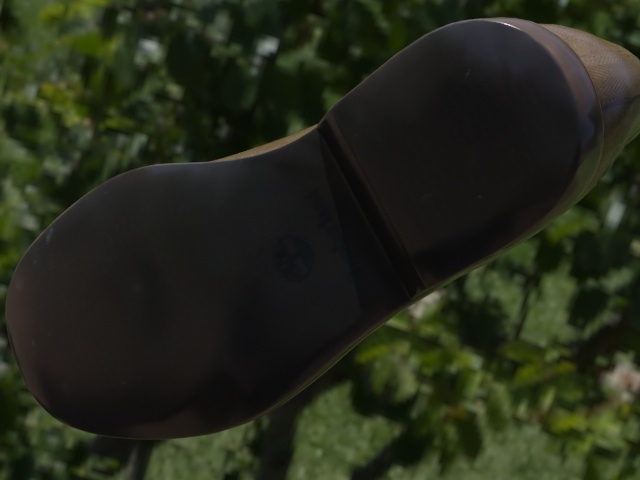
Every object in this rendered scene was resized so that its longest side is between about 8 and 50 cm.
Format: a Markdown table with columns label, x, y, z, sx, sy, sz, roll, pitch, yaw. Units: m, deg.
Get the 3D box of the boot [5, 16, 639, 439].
| label | x | y | z | sx | sy | sz | roll | pitch | yaw |
| --- | --- | --- | --- | --- | --- | --- | --- | --- | --- |
| boot | 0.000 | 0.000 | 0.751 | 0.115 | 0.305 | 0.112 | -19 | 85 | -57 |
